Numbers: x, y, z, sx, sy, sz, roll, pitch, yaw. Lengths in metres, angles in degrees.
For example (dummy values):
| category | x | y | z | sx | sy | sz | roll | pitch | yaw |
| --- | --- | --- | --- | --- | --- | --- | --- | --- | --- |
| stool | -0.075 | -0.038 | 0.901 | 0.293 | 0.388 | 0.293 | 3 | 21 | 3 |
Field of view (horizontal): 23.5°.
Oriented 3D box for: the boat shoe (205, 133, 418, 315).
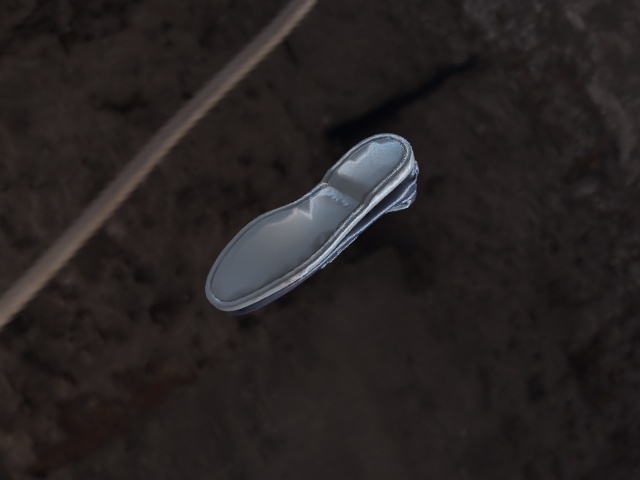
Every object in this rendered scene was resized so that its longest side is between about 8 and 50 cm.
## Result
| category | x | y | z | sx | sy | sz | roll | pitch | yaw |
| --- | --- | --- | --- | --- | --- | --- | --- | --- | --- |
| boat shoe | 0.000 | 0.000 | 1.230 | 0.075 | 0.206 | 0.065 | 37 | -20 | 38 |
